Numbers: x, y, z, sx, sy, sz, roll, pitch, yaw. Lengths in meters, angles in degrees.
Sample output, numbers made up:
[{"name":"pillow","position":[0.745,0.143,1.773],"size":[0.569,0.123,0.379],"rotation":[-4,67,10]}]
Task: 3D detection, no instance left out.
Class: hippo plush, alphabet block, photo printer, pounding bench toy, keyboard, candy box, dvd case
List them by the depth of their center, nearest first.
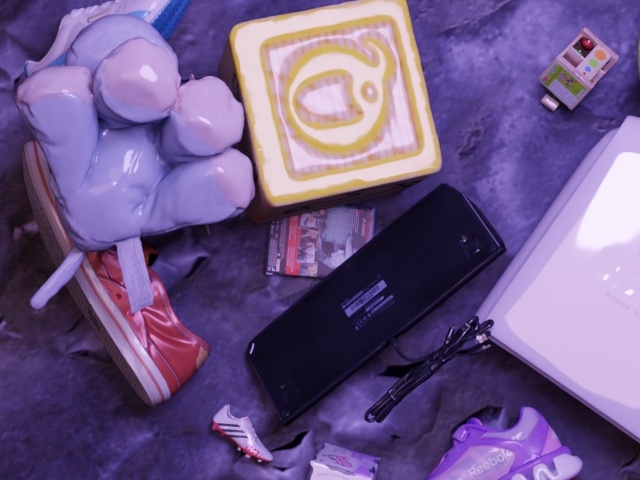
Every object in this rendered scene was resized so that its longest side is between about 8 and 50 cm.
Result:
[{"name":"hippo plush","position":[-0.181,-0.109,1.478],"size":[0.234,0.236,0.294],"rotation":[1,122,0]},{"name":"alphabet block","position":[0.003,-0.135,1.499],"size":[0.192,0.197,0.193],"rotation":[-14,88,-8]},{"name":"photo printer","position":[0.351,0.038,1.517],"size":[0.256,0.107,0.307],"rotation":[36,93,7]},{"name":"candy box","position":[0.005,0.329,1.522],"size":[0.070,0.165,0.196],"rotation":[15,91,7]},{"name":"keyboard","position":[0.072,0.096,1.536],"size":[0.317,0.033,0.201],"rotation":[-40,52,13]},{"name":"pounding bench toy","position":[0.281,-0.185,1.562],"size":[0.052,0.083,0.065],"rotation":[43,62,4]},{"name":"dvd case","position":[0.000,0.000,1.607],"size":[0.119,0.013,0.087],"rotation":[4,89,8]}]

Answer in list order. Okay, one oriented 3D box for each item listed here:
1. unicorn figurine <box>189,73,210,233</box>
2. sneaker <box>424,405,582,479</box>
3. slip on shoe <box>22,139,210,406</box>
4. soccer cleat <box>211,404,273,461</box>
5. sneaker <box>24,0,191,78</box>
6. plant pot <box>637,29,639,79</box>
[{"name":"unicorn figurine","position":[-0.153,-0.103,1.603],"size":[0.111,0.060,0.162],"rotation":[25,98,14]},{"name":"sneaker","position":[0.162,0.254,1.548],"size":[0.236,0.095,0.104],"rotation":[-24,79,1]},{"name":"slip on shoe","position":[-0.237,0.026,1.594],"size":[0.101,0.123,0.331],"rotation":[-31,85,-18]},{"name":"soccer cleat","position":[-0.085,0.220,1.604],"size":[0.083,0.029,0.035],"rotation":[35,97,11]},{"name":"sneaker","position":[-0.240,-0.238,1.606],"size":[0.229,0.087,0.092],"rotation":[-44,82,2]},{"name":"plant pot","position":[0.485,-0.226,1.394],"size":[0.276,0.254,0.276],"rotation":[2,70,-5]}]
